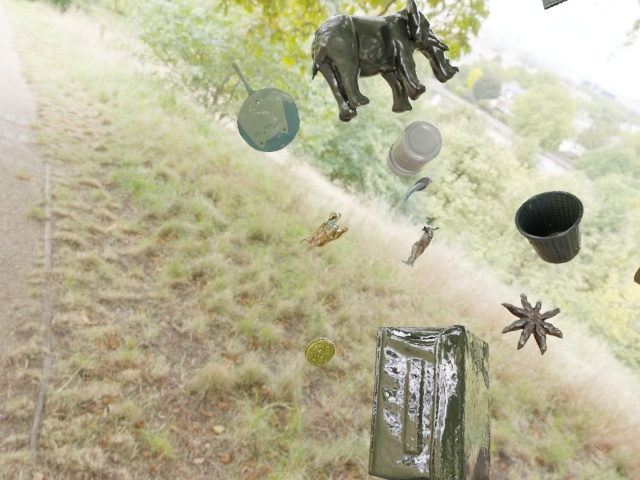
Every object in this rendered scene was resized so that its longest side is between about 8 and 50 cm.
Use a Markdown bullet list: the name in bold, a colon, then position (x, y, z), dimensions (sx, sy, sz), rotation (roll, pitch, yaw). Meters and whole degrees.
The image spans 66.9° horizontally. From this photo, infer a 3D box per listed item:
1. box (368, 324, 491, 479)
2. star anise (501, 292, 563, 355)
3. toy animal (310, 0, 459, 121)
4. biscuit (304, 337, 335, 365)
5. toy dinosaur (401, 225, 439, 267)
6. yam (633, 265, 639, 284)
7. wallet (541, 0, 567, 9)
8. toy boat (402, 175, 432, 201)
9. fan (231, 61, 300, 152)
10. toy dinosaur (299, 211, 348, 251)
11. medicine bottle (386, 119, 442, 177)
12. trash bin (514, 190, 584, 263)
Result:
- **box**: position (0.265, 0.387, 1.125), dimensions (0.204, 0.345, 0.251), rotation (-5, -21, 32)
- **star anise**: position (0.450, 0.174, 1.028), dimensions (0.141, 0.042, 0.141), rotation (-3, 65, 7)
- **toy animal**: position (0.097, -0.259, 0.681), dimensions (0.245, 0.114, 0.146), rotation (-14, 84, -38)
- **biscuit**: position (-0.001, 0.299, 1.302), dimensions (0.084, 0.084, 0.023), rotation (10, 21, -25)
- **toy dinosaur**: position (0.219, 0.009, 1.054), dimensions (0.032, 0.108, 0.220), rotation (34, 8, 12)
- **yam**: position (0.790, 0.098, 1.100), dimensions (0.084, 0.084, 0.127), rotation (6, 29, -31)
- **wallet**: position (0.575, -0.619, 1.037), dimensions (0.036, 0.222, 0.167), rotation (-22, 95, -60)
- **toy boat**: position (0.272, -0.147, 1.447), dimensions (0.122, 0.096, 0.034), rotation (-34, 87, -29)
- **fan**: position (-0.108, -0.239, 0.855), dimensions (0.175, 0.113, 0.005), rotation (58, 7, -1)
- **toy dinosaur**: position (0.001, 0.000, 1.222), dimensions (0.057, 0.212, 0.142), rotation (44, 38, -6)
- **medicine bottle**: position (0.232, -0.225, 1.212), dimensions (0.105, 0.105, 0.168), rotation (23, -9, -2)
- **trash bin**: position (0.654, -0.026, 1.356), dimensions (0.161, 0.175, 0.175), rotation (49, 11, -38)
